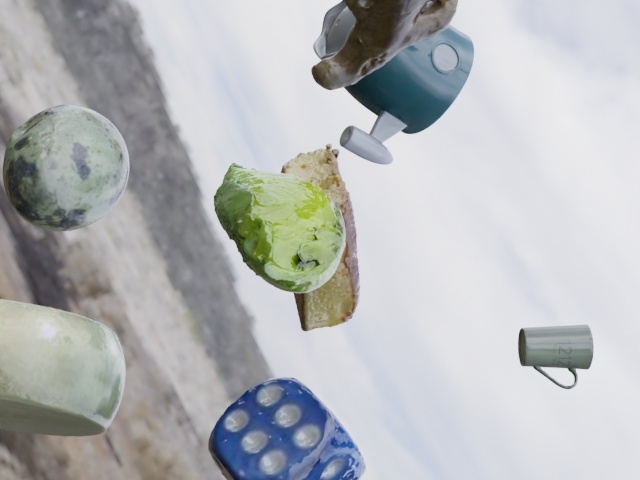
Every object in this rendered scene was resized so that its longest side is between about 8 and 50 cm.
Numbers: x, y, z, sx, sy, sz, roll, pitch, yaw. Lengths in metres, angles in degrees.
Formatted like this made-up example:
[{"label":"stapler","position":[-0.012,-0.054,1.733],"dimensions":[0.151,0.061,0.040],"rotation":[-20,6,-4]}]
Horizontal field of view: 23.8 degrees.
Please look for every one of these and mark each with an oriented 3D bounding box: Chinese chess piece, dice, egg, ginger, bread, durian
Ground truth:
[{"label":"Chinese chess piece","position":[-0.325,0.131,1.554],"dimensions":[0.250,0.250,0.101],"rotation":[91,5,-74]},{"label":"dice","position":[-0.039,0.259,1.816],"dimensions":[0.143,0.146,0.146],"rotation":[43,-16,36]},{"label":"egg","position":[-0.294,-0.079,1.732],"dimensions":[0.141,0.141,0.182],"rotation":[65,19,-16]},{"label":"ginger","position":[0.097,-0.312,1.749],"dimensions":[0.080,0.166,0.333],"rotation":[-116,-150,-49]},{"label":"bread","position":[0.000,0.000,2.567],"dimensions":[0.185,0.114,0.275],"rotation":[-104,-171,-52]},{"label":"durian","position":[-0.044,-0.008,1.675],"dimensions":[0.250,0.139,0.101],"rotation":[-123,-140,-54]}]

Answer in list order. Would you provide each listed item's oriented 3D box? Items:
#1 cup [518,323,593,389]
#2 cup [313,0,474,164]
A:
[{"label":"cup","position":[0.284,0.139,1.843],"dimensions":[0.054,0.083,0.075],"rotation":[-104,-166,-75]},{"label":"cup","position":[0.090,-0.251,2.042],"dimensions":[0.173,0.300,0.167],"rotation":[30,-21,-26]}]
